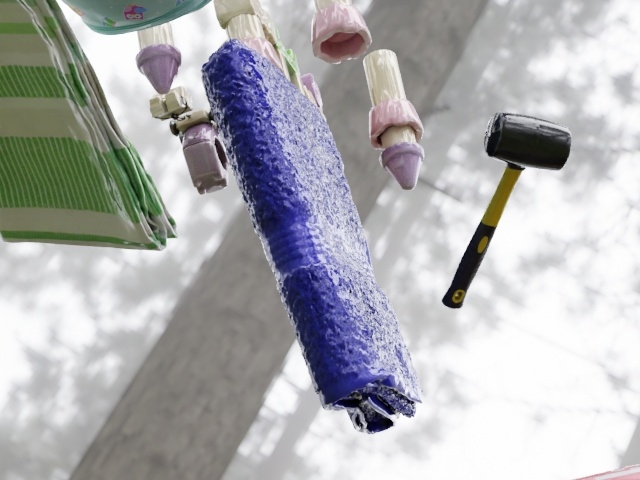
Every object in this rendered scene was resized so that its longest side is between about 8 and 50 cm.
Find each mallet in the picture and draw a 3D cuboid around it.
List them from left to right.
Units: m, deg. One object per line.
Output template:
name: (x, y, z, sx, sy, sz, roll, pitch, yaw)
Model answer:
mallet: (0.144, -0.019, 1.365, 0.062, 0.039, 0.189, 5, -51, -11)

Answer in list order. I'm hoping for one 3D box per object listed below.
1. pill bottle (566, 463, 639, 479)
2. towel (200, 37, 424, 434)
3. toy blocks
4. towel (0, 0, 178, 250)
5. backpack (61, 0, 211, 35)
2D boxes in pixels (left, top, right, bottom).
pill bottle: (0.200, 0.294, 1.309, 0.408, 0.229, 0.229, -13, -46, 4)
towel: (0.000, 0.000, 1.429, 0.076, 0.308, 0.227, -22, -15, 4)
toy blocks: (-0.052, -0.120, 2.020, 0.309, 0.260, 0.288, -18, -29, 12)
towel: (-0.289, -0.126, 1.640, 0.248, 0.038, 0.325, 3, -50, 39)
backpack: (-0.165, -0.276, 1.599, 0.166, 0.188, 0.144, -9, -40, 24)
